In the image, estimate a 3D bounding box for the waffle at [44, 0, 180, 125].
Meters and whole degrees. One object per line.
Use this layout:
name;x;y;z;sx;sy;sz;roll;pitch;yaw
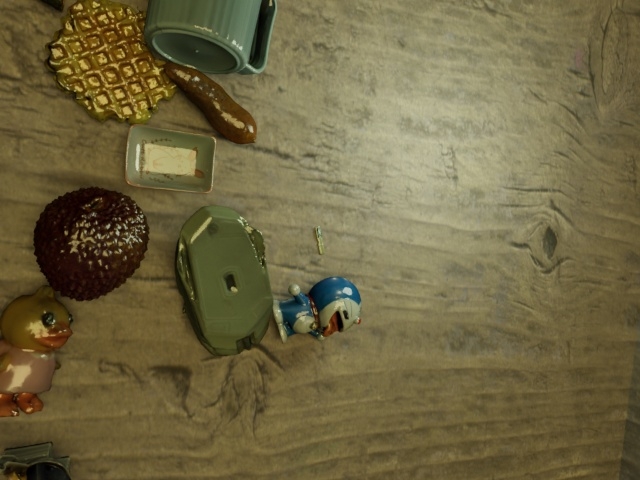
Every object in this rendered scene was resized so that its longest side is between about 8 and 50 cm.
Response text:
waffle;-0.493;-0.432;1.280;0.301;0.058;0.281;43;77;-22

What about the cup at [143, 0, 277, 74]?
cup;-0.261;-0.577;1.278;0.257;0.331;0.311;10;84;4

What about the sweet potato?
sweet potato;-0.276;-0.351;1.356;0.292;0.097;0.097;40;78;-29

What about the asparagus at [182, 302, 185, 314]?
asparagus;-0.343;0.118;1.410;0.016;0.016;0.162;15;88;-50

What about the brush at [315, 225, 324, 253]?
brush;0.000;0.000;1.554;0.016;0.013;0.083;-14;101;-24

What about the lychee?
lychee;-0.523;0.020;1.213;0.272;0.271;0.271;-2;95;-24

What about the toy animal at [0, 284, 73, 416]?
toy animal;-0.661;0.240;1.206;0.169;0.195;0.281;23;88;16

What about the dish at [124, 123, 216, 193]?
dish;-0.379;-0.200;1.336;0.213;0.077;0.151;4;90;-24

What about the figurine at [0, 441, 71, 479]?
figurine;-0.625;0.559;1.174;0.309;0.308;0.143;31;76;-23

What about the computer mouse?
computer mouse;-0.256;0.100;1.378;0.228;0.145;0.428;-24;118;-28

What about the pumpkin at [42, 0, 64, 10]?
pumpkin;-0.610;-0.660;1.154;0.111;0.163;0.278;3;91;-25

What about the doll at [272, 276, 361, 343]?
doll;-0.008;0.196;1.486;0.257;0.161;0.215;-19;130;-10
